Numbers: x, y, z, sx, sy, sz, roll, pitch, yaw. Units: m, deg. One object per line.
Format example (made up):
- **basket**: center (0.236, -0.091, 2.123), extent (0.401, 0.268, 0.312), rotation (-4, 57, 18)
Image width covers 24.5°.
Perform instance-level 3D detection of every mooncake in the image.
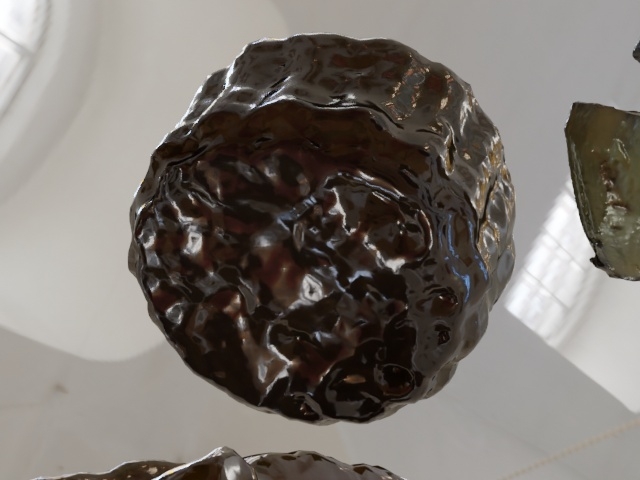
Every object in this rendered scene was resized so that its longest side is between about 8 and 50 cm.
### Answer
- **mooncake**: center (0.002, -0.001, 1.229), extent (0.324, 0.324, 0.187), rotation (-12, -153, 23)

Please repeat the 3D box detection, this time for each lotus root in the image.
- **lotus root**: center (0.269, -0.039, 1.181), extent (0.070, 0.143, 0.144), rotation (23, -66, 61)

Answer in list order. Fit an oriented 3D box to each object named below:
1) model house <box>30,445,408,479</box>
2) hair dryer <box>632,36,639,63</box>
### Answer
- **model house**: center (-0.074, 0.151, 0.376), extent (0.199, 0.229, 0.219), rotation (-26, -159, 36)
- **hair dryer**: center (0.116, -0.085, 0.359), extent (0.195, 0.248, 0.078), rotation (22, -105, -11)
